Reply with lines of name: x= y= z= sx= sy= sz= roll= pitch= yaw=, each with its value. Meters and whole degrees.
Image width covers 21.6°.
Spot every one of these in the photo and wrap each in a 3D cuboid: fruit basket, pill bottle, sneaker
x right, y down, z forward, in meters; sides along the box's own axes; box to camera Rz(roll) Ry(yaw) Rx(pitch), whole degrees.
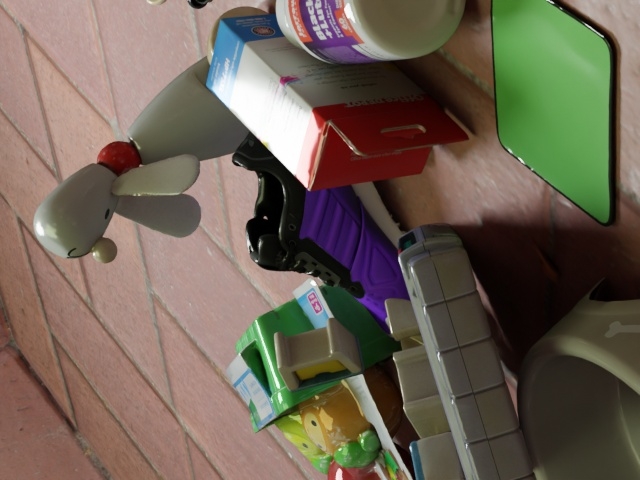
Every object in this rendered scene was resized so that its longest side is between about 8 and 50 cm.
fruit basket: x=0.027 y=0.232 z=1.863 sx=0.327 sy=0.165 sz=0.353 roll=131 pitch=118 yaw=-74
pill bottle: x=0.034 y=-0.205 z=1.431 sx=0.193 sy=0.108 sz=0.108 roll=6 pitch=121 yaw=66
sneaker: x=-0.001 y=0.000 z=1.697 sx=0.293 sy=0.146 sz=0.102 roll=62 pitch=162 yaw=-20

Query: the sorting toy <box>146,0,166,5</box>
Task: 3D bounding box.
sorting toy: x=-0.221 y=-0.402 z=1.919 sx=0.193 sy=0.038 sz=0.208 roll=51 pitch=152 yaw=29

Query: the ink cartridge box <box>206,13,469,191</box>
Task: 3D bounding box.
ink cartridge box: x=0.013 y=-0.120 z=1.530 sx=0.231 sy=0.134 sz=0.078 roll=47 pitch=134 yaw=38

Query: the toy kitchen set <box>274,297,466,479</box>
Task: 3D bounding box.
toy kitchen set: x=0.055 y=0.184 z=1.657 sx=0.122 sy=0.166 sz=0.207 roll=58 pitch=-161 yaw=-57

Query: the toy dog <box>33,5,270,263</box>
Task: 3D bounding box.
toy dog: x=-0.131 y=-0.083 z=1.765 sx=0.161 sy=0.333 sz=0.220 roll=43 pitch=-178 yaw=6

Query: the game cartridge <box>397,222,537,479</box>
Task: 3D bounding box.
game cartridge: x=0.123 y=0.102 z=1.445 sx=0.355 sy=0.068 sz=0.230 roll=-49 pitch=-63 yaw=-86

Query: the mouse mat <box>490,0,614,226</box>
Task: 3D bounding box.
mouse mat: x=0.183 y=-0.115 z=1.332 sx=0.152 sy=0.007 sz=0.189 roll=44 pitch=151 yaw=42

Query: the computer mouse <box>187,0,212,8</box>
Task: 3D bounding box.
computer mouse: x=-0.185 y=-0.341 z=1.815 sx=0.193 sy=0.042 sz=0.106 roll=41 pitch=150 yaw=11

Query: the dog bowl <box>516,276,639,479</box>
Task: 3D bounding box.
dog bowl: x=0.286 y=0.193 z=1.333 sx=0.349 sy=0.102 sz=0.348 roll=50 pitch=156 yaw=32
